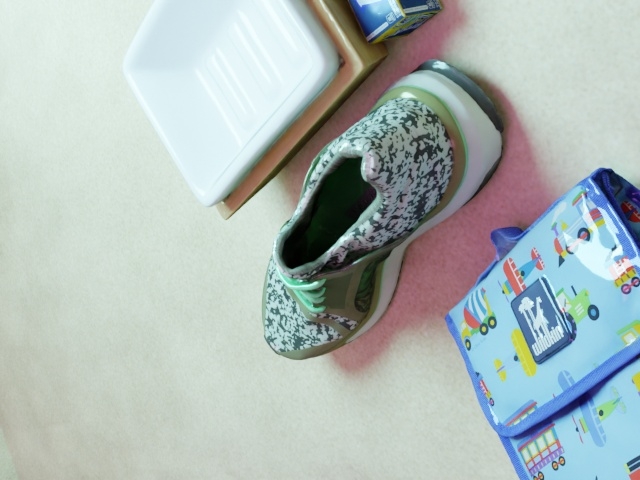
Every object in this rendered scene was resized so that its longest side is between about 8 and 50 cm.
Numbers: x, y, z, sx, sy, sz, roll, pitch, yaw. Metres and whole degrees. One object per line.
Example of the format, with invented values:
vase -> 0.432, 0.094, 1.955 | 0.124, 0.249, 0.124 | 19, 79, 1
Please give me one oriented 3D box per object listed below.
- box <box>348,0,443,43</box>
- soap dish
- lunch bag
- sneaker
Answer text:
box -> 0.043, -0.269, 0.730 | 0.054, 0.059, 0.168 | -28, 87, 50
soap dish -> -0.075, -0.190, 0.842 | 0.228, 0.118, 0.291 | 59, 138, 9
lunch bag -> 0.239, 0.099, 0.667 | 0.293, 0.138, 0.221 | 60, 140, 26
sneaker -> 0.000, 0.000, 0.801 | 0.158, 0.182, 0.410 | 49, 135, 19
